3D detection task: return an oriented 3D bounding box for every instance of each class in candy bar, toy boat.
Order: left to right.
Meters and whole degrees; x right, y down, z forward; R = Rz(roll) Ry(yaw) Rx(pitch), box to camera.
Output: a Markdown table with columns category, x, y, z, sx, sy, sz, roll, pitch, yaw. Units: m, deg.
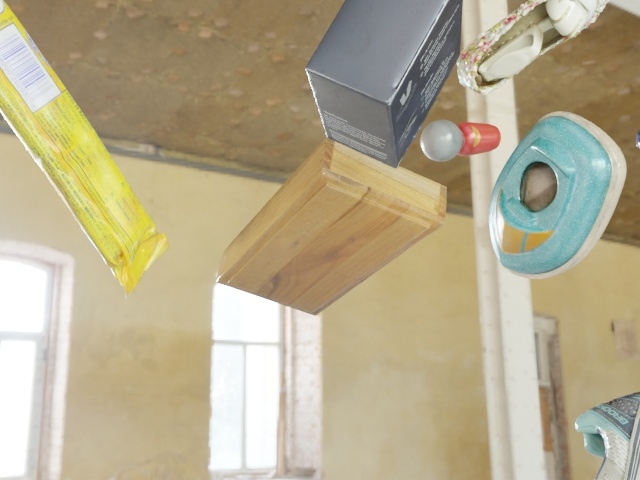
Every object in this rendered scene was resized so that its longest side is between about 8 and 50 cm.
| category | x | y | z | sx | sy | sz | roll | pitch | yaw |
| --- | --- | --- | --- | --- | --- | --- | --- | --- | --- |
| candy bar | -0.122 | -0.047 | 0.344 | 0.018 | 0.040 | 0.161 | -9 | -58 | 38 |
| toy boat | 0.291 | -0.091 | 1.124 | 0.148 | 0.318 | 0.267 | -8 | -51 | -33 |

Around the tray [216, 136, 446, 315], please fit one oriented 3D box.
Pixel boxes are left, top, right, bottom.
| category | x | y | z | sx | sy | sz | roll | pitch | yaw |
| --- | --- | --- | --- | --- | --- | --- | --- | --- | --- |
| tray | 0.000 | 0.000 | 1.195 | 0.203 | 0.076 | 0.411 | 21 | -32 | -19 |

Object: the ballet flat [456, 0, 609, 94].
| category | x | y | z | sx | sy | sz | roll | pitch | yaw |
| --- | --- | --- | --- | --- | --- | --- | --- | --- | --- |
| ballet flat | 0.277 | -0.262 | 0.922 | 0.091 | 0.077 | 0.241 | 38 | -59 | -24 |

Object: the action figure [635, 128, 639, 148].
| category | x | y | z | sx | sy | sz | roll | pitch | yaw |
| --- | --- | --- | --- | --- | --- | --- | --- | --- | --- |
| action figure | 0.591 | -0.100 | 1.019 | 0.179 | 0.341 | 0.330 | 9 | -47 | -8 |

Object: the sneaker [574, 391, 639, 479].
| category | x | y | z | sx | sy | sz | roll | pitch | yaw |
| --- | --- | --- | --- | --- | --- | --- | --- | --- | --- |
| sneaker | 0.264 | 0.237 | 0.564 | 0.122 | 0.283 | 0.110 | -15 | -59 | 20 |

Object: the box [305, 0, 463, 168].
| category | x | y | z | sx | sy | sz | roll | pitch | yaw |
| --- | --- | --- | --- | --- | --- | --- | --- | --- | --- |
| box | 0.070 | -0.182 | 0.747 | 0.093 | 0.156 | 0.158 | 26 | -11 | 14 |
